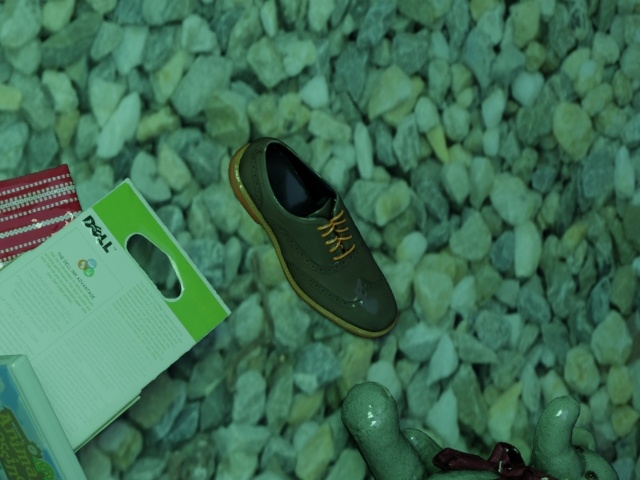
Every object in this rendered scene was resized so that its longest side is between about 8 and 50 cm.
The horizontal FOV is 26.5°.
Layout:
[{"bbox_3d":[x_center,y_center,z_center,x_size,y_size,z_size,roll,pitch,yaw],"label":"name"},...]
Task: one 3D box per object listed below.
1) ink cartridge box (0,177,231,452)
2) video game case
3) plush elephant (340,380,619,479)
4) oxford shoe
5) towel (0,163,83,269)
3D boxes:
[{"bbox_3d":[-0.249,0.089,1.401,0.255,0.097,0.189,-40,96,-25],"label":"ink cartridge box"},{"bbox_3d":[-0.311,0.207,1.318,0.023,0.193,0.212,-43,119,-47],"label":"video game case"},{"bbox_3d":[0.222,0.285,1.501,0.255,0.272,0.330,-30,123,-8],"label":"plush elephant"},{"bbox_3d":[0.000,0.000,1.535,0.097,0.098,0.271,-44,99,-20],"label":"oxford shoe"},{"bbox_3d":[-0.322,0.071,1.441,0.199,0.031,0.275,-16,88,-23],"label":"towel"}]
